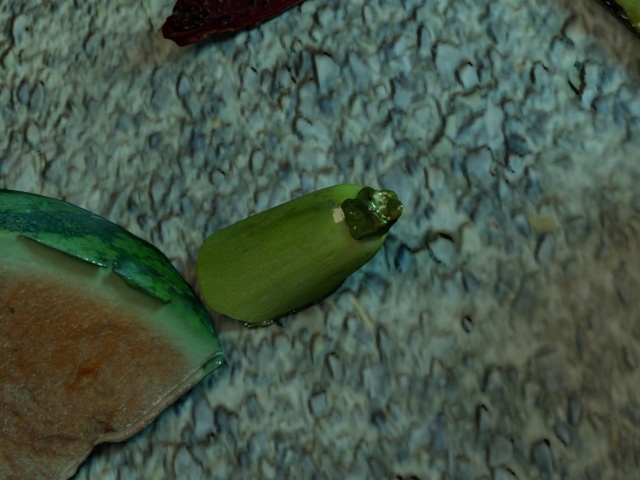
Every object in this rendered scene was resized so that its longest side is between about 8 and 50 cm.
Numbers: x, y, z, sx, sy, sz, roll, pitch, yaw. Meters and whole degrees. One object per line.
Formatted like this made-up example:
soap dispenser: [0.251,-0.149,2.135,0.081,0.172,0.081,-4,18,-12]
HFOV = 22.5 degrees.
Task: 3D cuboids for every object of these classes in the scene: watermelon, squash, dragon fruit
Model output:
watermelon: [-0.294,0.046,1.232,0.292,0.222,0.319,-44,53,6]
squash: [0.001,0.002,1.191,0.200,0.075,0.090,-21,35,42]
dragon fruit: [-0.074,-0.215,1.350,0.131,0.097,0.063,-40,48,27]

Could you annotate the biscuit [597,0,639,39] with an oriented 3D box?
biscuit: [0.282,-0.218,1.189,0.172,0.029,0.254,-40,55,2]
